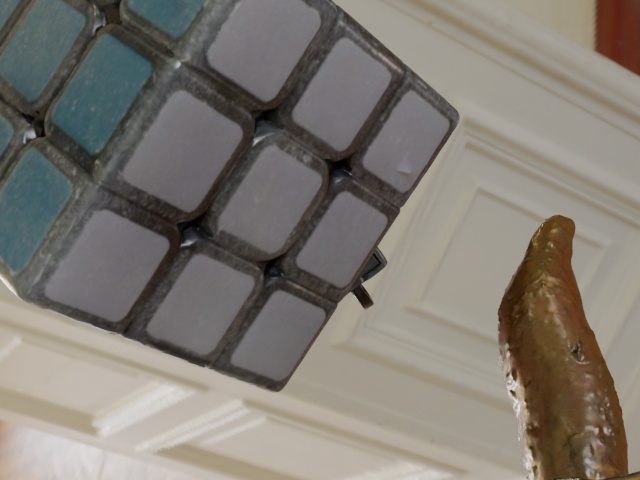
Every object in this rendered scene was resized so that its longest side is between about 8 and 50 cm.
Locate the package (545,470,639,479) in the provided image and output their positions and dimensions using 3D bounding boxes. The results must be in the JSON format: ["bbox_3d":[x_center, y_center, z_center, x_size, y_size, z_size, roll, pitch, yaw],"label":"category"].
[{"bbox_3d":[0.178,0.121,0.270,0.311,0.165,0.221,-35,38,58],"label":"package"}]

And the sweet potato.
[{"bbox_3d":[0.146,0.112,0.634,0.072,0.066,0.314,92,174,-56],"label":"sweet potato"}]

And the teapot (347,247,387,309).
[{"bbox_3d":[0.000,0.000,1.177,0.087,0.177,0.096,-37,5,-3],"label":"teapot"}]

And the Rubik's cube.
[{"bbox_3d":[-0.123,-0.097,0.922,0.301,0.303,0.305,35,95,41],"label":"Rubik's cube"}]
